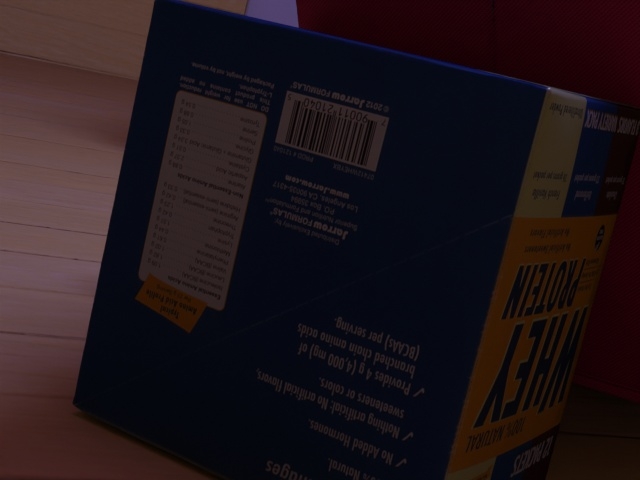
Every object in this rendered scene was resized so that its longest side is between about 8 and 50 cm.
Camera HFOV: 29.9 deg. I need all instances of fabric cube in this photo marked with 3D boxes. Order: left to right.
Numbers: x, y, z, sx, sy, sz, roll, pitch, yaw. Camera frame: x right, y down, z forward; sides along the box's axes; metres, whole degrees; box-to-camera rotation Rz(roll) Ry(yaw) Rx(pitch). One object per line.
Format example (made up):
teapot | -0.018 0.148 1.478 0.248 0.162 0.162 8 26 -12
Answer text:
fabric cube | 0.158 -0.096 0.718 0.259 0.258 0.254 15 36 31

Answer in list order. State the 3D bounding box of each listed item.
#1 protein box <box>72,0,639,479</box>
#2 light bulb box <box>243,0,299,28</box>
protein box | 0.016 0.010 0.568 0.199 0.201 0.136 18 11 29
light bulb box | 0.031 -0.243 1.594 0.225 0.358 0.361 16 11 7
